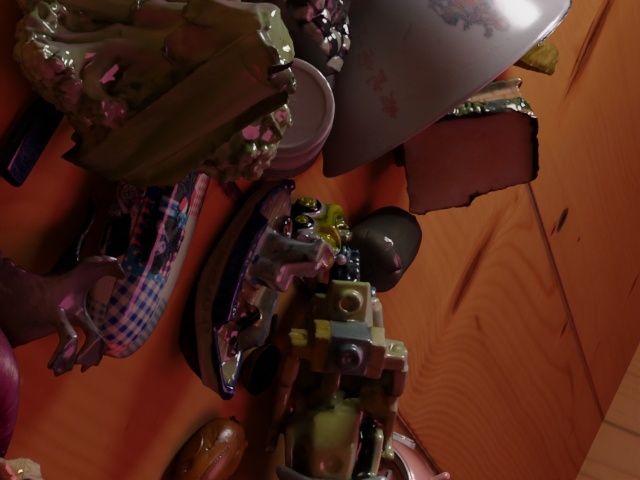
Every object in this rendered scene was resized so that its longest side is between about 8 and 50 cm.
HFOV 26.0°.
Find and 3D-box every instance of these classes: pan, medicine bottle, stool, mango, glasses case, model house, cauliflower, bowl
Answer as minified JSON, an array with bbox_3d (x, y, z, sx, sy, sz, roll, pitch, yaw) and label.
[{"bbox_3d":[-0.073,0.137,1.720,0.068,0.023,0.115,-25,134,-54],"label":"pan"},{"bbox_3d":[-0.041,-0.123,1.429,0.168,0.105,0.105,127,-13,-83],"label":"medicine bottle"},{"bbox_3d":[0.082,0.009,1.849,0.110,0.096,0.096,-46,147,-48],"label":"stool"},{"bbox_3d":[-0.133,0.263,1.656,0.127,0.063,0.077,-49,156,-34],"label":"mango"},{"bbox_3d":[-0.154,-0.044,1.338,0.125,0.076,0.327,26,82,-82],"label":"glasses case"},{"bbox_3d":[-0.254,-0.088,1.197,0.083,0.023,0.033,-63,149,-15],"label":"glasses case"},{"bbox_3d":[0.185,-0.158,1.843,0.172,0.183,0.166,-99,180,-47],"label":"model house"},{"bbox_3d":[-0.106,-0.151,1.145,0.239,0.315,0.256,-48,122,-33],"label":"cauliflower"},{"bbox_3d":[0.096,-0.231,1.557,0.157,0.345,0.345,52,51,-10],"label":"bowl"}]

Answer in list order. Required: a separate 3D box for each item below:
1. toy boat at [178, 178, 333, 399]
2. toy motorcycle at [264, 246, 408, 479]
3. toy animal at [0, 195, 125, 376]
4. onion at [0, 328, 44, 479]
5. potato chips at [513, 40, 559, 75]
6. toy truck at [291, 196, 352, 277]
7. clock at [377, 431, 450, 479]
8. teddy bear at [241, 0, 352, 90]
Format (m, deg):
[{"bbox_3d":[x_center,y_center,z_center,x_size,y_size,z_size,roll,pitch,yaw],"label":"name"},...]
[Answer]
[{"bbox_3d":[-0.068,0.054,1.561,0.262,0.115,0.114,-63,154,-11],"label":"toy boat"},{"bbox_3d":[0.015,0.220,1.759,0.237,0.169,0.410,-99,-167,-72],"label":"toy motorcycle"},{"bbox_3d":[-0.260,0.063,1.185,0.272,0.160,0.197,11,102,-57],"label":"toy animal"},{"bbox_3d":[-0.330,0.119,1.050,0.207,0.200,0.200,-18,131,-21],"label":"onion"},{"bbox_3d":[0.251,-0.307,1.957,0.407,0.080,0.057,26,69,-63],"label":"potato chips"},{"bbox_3d":[0.000,0.000,1.671,0.111,0.077,0.076,-81,178,-57],"label":"toy truck"},{"bbox_3d":[0.071,0.387,1.952,0.142,0.227,0.241,39,71,-48],"label":"clock"},{"bbox_3d":[0.006,-0.294,1.407,0.251,0.144,0.171,-67,154,-3],"label":"teddy bear"}]
